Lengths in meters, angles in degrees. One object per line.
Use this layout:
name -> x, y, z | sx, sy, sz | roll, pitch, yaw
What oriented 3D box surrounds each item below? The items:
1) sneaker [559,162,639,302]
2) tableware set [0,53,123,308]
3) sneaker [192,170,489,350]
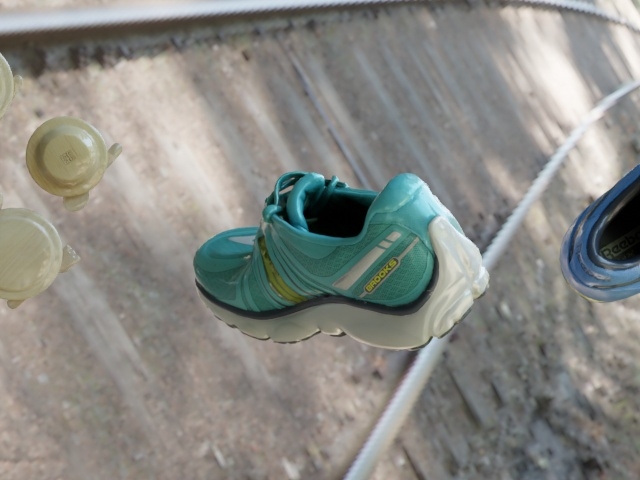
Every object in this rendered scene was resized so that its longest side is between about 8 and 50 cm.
sneaker -> 0.236, -0.038, 0.785 | 0.069, 0.209, 0.082 | 51, -5, 11
tableware set -> -0.223, -0.047, 0.863 | 0.168, 0.141, 0.020 | 35, -2, -14
sneaker -> 0.000, 0.000, 0.869 | 0.107, 0.275, 0.110 | -43, 113, -31
